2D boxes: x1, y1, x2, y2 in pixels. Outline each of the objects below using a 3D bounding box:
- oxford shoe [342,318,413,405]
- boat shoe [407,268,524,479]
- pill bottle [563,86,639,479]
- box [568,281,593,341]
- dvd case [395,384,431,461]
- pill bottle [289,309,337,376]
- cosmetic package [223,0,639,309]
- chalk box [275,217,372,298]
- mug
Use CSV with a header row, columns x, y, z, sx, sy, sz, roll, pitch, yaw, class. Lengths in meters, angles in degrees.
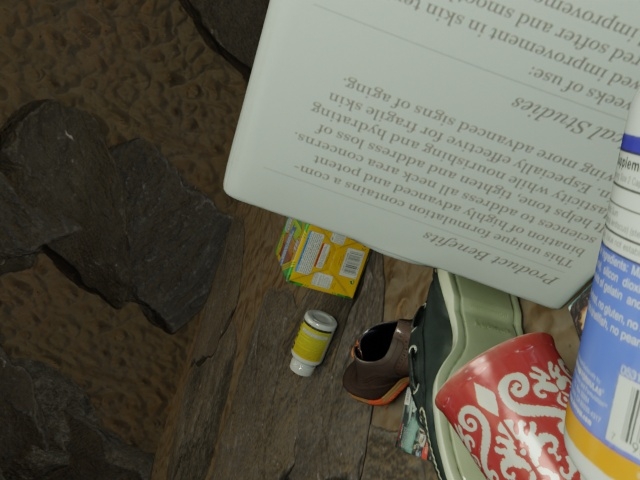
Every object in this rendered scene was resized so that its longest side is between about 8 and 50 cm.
x,y,z,sx,sy,sz,roll,pitch,yaw,class
0.083,0.155,0.993,0.271,0.098,0.097,-43,22,57,oxford shoe
0.147,0.149,0.763,0.340,0.127,0.113,-90,21,-47,boat shoe
0.219,-0.002,0.358,0.152,0.152,0.272,-133,48,-71,pill bottle
0.262,0.118,0.526,0.244,0.060,0.100,-92,24,-46,box
0.132,0.232,0.935,0.119,0.013,0.087,162,123,-70,dvd case
-0.017,0.194,1.370,0.065,0.065,0.116,-113,41,-65,pill bottle
0.146,-0.214,0.596,0.393,0.329,0.327,115,172,-50,cosmetic package
0.000,0.000,1.373,0.213,0.132,0.132,-125,53,-69,chalk box
0.195,0.172,0.585,0.113,0.150,0.169,-58,47,37,mug
